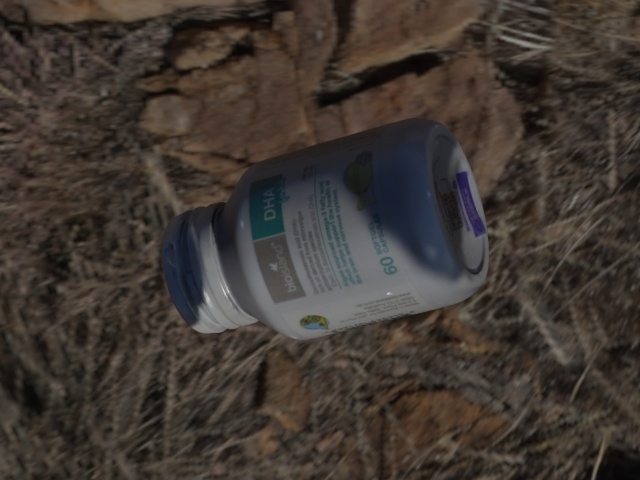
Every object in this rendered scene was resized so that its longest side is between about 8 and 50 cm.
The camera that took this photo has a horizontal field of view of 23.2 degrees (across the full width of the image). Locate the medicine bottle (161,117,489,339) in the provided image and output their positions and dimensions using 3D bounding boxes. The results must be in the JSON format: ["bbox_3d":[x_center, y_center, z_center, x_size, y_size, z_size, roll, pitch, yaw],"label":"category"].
[{"bbox_3d":[0.000,0.000,1.119,0.215,0.135,0.135,-15,93,21],"label":"medicine bottle"}]
